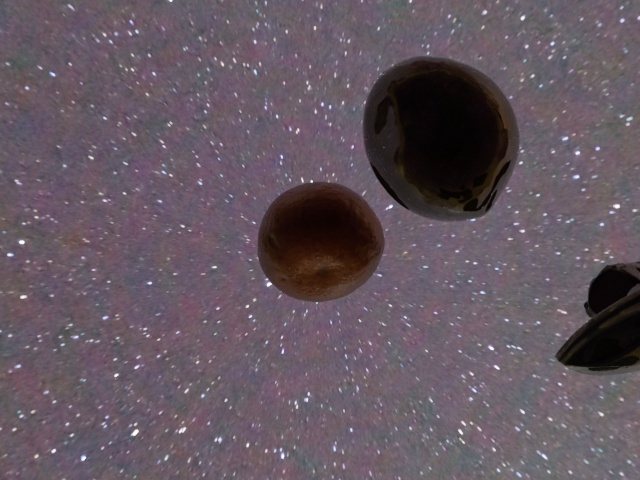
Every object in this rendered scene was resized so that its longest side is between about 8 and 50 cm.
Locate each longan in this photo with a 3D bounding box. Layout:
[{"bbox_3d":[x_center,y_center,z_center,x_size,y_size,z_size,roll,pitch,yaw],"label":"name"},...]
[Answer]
[{"bbox_3d":[0.147,-0.122,0.732,0.198,0.198,0.212,-24,-134,-1],"label":"longan"}]

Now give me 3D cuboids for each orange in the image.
[{"bbox_3d":[0.000,0.000,1.034,0.223,0.224,0.170,1,-137,1],"label":"orange"}]

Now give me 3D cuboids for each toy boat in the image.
[{"bbox_3d":[0.482,0.114,0.860,0.319,0.092,0.141,-20,-54,-7],"label":"toy boat"}]

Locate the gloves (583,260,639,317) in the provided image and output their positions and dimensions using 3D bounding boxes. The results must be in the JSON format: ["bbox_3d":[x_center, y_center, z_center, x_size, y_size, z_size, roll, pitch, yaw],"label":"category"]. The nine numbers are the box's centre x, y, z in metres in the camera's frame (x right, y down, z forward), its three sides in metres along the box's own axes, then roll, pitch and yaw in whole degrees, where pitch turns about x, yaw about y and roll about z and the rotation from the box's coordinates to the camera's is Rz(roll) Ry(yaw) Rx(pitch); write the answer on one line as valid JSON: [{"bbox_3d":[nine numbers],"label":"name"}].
[{"bbox_3d":[0.627,0.125,1.158,0.141,0.331,0.154,-53,-132,20],"label":"gloves"}]
